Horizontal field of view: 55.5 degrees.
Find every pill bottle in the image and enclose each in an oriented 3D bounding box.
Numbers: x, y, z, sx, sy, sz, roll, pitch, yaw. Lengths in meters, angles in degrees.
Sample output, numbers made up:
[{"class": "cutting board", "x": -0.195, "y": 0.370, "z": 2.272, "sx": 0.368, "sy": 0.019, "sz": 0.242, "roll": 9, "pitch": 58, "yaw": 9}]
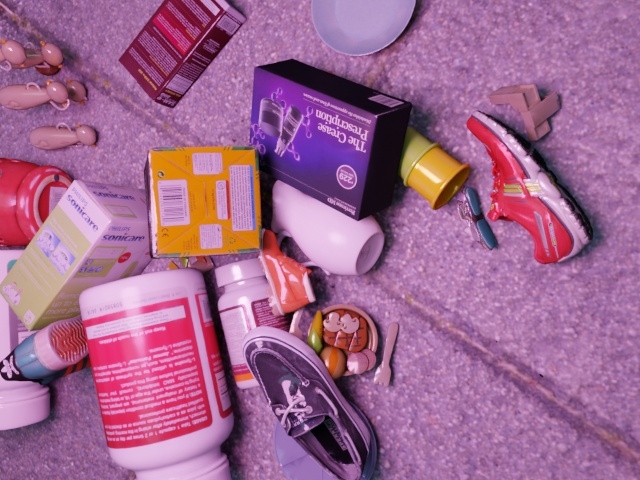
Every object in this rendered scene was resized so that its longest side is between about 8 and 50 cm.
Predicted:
[{"class": "pill bottle", "x": -0.290, "y": 0.268, "z": 1.121, "sx": 0.229, "sy": 0.229, "sz": 0.407, "roll": -14, "pitch": 85, "yaw": 21}, {"class": "pill bottle", "x": -0.671, "y": 0.201, "z": 1.287, "sx": 0.204, "sy": 0.204, "sz": 0.361, "roll": -3, "pitch": 88, "yaw": 21}, {"class": "pill bottle", "x": -0.119, "y": 0.149, "z": 1.115, "sx": 0.121, "sy": 0.121, "sz": 0.221, "roll": -17, "pitch": 83, "yaw": 20}]

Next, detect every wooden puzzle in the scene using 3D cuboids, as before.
[{"class": "wooden puzzle", "x": -0.255, "y": 0.040, "z": 1.227, "sx": 0.116, "sy": 0.014, "sz": 0.078, "roll": -42, "pitch": 76, "yaw": 16}]

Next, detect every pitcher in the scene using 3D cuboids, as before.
[{"class": "pitcher", "x": 0.000, "y": 0.000, "z": 1.083, "sx": 0.207, "sy": 0.125, "sz": 0.177, "roll": 29, "pitch": 121, "yaw": 30}]

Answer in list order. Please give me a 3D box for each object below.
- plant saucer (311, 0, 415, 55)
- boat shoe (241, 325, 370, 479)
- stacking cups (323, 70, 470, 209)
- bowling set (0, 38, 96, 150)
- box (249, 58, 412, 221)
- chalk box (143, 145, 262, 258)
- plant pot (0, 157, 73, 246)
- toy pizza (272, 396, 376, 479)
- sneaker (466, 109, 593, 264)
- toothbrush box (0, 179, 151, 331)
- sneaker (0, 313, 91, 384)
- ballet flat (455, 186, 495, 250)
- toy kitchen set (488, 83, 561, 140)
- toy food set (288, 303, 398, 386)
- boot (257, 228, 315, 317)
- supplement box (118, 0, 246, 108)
[{"class": "plant saucer", "x": 0.079, "y": -0.423, "z": 1.088, "sx": 0.195, "sy": 0.037, "sz": 0.195, "roll": 0, "pitch": 89, "yaw": 21}, {"class": "boat shoe", "x": -0.027, "y": 0.274, "z": 0.995, "sx": 0.108, "sy": 0.102, "sz": 0.301, "roll": -31, "pitch": 103, "yaw": 19}, {"class": "stacking cups", "x": 0.107, "y": -0.181, "z": 1.057, "sx": 0.316, "sy": 0.096, "sz": 0.096, "roll": 41, "pitch": 104, "yaw": 22}, {"class": "bowling set", "x": -0.571, "y": -0.347, "z": 1.274, "sx": 0.154, "sy": 0.287, "sz": 0.199, "roll": -2, "pitch": 55, "yaw": 15}, {"class": "box", "x": 0.005, "y": -0.174, "z": 1.020, "sx": 0.261, "sy": 0.103, "sz": 0.184, "roll": 29, "pitch": 129, "yaw": 31}, {"class": "chalk box", "x": -0.222, "y": -0.059, "z": 1.101, "sx": 0.179, "sy": 0.289, "sz": 0.180, "roll": -3, "pitch": 90, "yaw": -17}, {"class": "plant pot", "x": -0.627, "y": -0.078, "z": 1.281, "sx": 0.174, "sy": 0.191, "sz": 0.191, "roll": 4, "pitch": 91, "yaw": 19}, {"class": "toy pizza", "x": 0.008, "y": 0.372, "z": 1.112, "sx": 0.201, "sy": 0.032, "sz": 0.201, "roll": 0, "pitch": 91, "yaw": 21}, {"class": "sneaker", "x": 0.305, "y": -0.084, "z": 0.965, "sx": 0.118, "sy": 0.107, "sz": 0.279, "roll": -39, "pitch": 74, "yaw": 26}, {"class": "toothbrush box", "x": -0.454, "y": 0.031, "z": 1.202, "sx": 0.122, "sy": 0.206, "sz": 0.283, "roll": 44, "pitch": 104, "yaw": 17}, {"class": "sneaker", "x": -0.489, "y": 0.205, "z": 1.156, "sx": 0.121, "sy": 0.302, "sz": 0.108, "roll": -24, "pitch": 83, "yaw": 2}, {"class": "ballet flat", "x": 0.256, "y": -0.033, "z": 1.020, "sx": 0.041, "sy": 0.041, "sz": 0.114, "roll": -23, "pitch": 81, "yaw": 20}, {"class": "toy kitchen set", "x": 0.337, "y": -0.217, "z": 0.994, "sx": 0.068, "sy": 0.075, "sz": 0.083, "roll": -36, "pitch": 114, "yaw": -19}, {"class": "toy food set", "x": 0.039, "y": 0.176, "z": 1.050, "sx": 0.192, "sy": 0.038, "sz": 0.132, "roll": 13, "pitch": 82, "yaw": -3}, {"class": "boot", "x": -0.060, "y": 0.047, "z": 1.060, "sx": 0.085, "sy": 0.059, "sz": 0.158, "roll": -19, "pitch": 79, "yaw": 7}, {"class": "supplement box", "x": -0.276, "y": -0.398, "z": 1.208, "sx": 0.239, "sy": 0.073, "sz": 0.130, "roll": -45, "pitch": 74, "yaw": 14}]
